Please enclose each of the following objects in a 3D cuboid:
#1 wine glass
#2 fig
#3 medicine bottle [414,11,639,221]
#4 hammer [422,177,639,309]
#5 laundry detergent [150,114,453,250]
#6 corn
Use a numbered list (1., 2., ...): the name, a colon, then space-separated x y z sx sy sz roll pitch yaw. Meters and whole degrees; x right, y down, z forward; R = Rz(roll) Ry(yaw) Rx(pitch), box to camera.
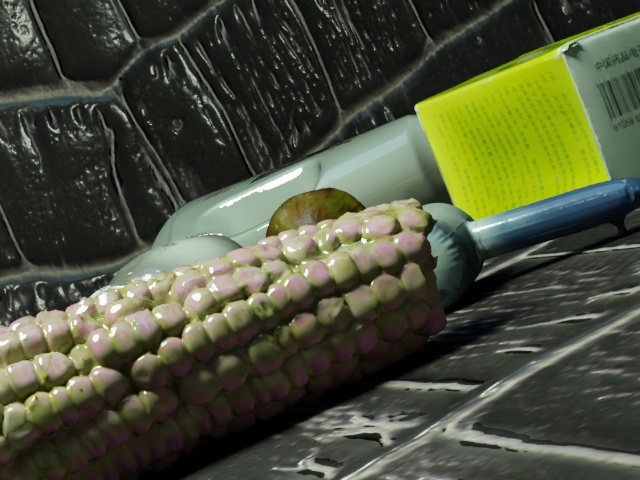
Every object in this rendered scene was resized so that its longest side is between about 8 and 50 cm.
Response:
1. wine glass: -0.122 0.059 1.432 0.111 0.111 0.204 -22 5 22
2. fig: 0.000 0.000 1.606 0.109 0.103 0.155 -46 -3 -4
3. medicine bottle: 0.212 -0.101 1.477 0.137 0.141 0.250 -22 3 -27
4. hammer: 0.135 -0.006 1.195 0.194 0.069 0.116 -17 4 16
5. laundry detergent: 0.023 -0.042 1.857 0.398 0.125 0.264 -22 6 25
6. corn: -0.082 0.070 1.027 0.335 0.127 0.126 -22 3 -13
